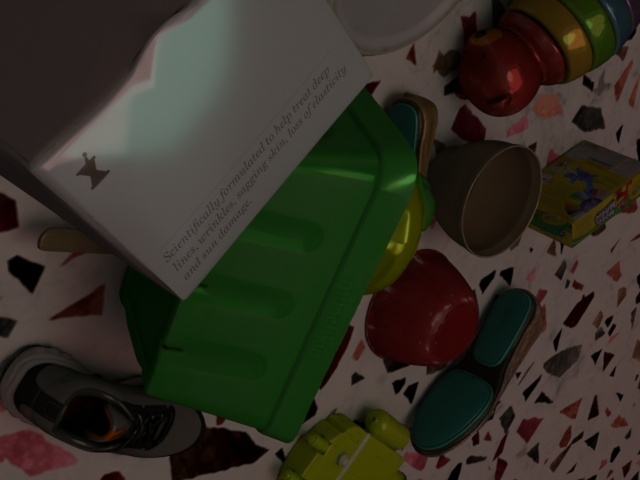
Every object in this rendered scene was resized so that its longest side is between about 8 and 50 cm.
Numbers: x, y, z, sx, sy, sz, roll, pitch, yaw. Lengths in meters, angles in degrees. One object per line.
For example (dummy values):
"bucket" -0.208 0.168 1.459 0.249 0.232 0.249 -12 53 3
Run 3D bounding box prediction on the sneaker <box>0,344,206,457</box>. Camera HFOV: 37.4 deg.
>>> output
"sneaker" -0.225 0.201 1.049 0.271 0.108 0.100 28 90 -48

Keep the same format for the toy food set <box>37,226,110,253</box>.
"toy food set" -0.224 -0.082 0.955 0.132 0.038 0.192 8 100 -52

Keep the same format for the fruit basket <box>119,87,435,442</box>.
"fruit basket" 0.000 0.000 1.021 0.392 0.283 0.392 -12 130 -15

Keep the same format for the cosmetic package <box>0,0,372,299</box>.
"cosmetic package" -0.177 -0.139 0.707 0.217 0.385 0.156 -49 136 -10

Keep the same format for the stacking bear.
"stacking bear" 0.306 -0.280 1.257 0.289 0.175 0.164 -40 127 -7

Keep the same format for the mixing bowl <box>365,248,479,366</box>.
"mixing bowl" 0.164 0.112 1.368 0.181 0.098 0.181 -20 123 -34

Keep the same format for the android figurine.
"android figurine" 0.032 0.361 1.412 0.248 0.056 0.273 -52 138 -8

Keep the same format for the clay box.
"clay box" 0.389 -0.068 1.458 0.222 0.127 0.053 -33 132 -25

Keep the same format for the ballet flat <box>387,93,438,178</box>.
"ballet flat" 0.114 -0.076 1.240 0.073 0.080 0.232 -19 126 -53

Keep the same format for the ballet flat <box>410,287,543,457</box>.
"ballet flat" 0.265 0.225 1.522 0.316 0.107 0.106 -52 144 -6

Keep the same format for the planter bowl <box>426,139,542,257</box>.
"planter bowl" 0.213 -0.070 1.307 0.162 0.109 0.162 -21 125 -33

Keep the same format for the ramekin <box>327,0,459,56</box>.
"ramekin" 0.058 -0.313 0.962 0.273 0.127 0.273 -30 148 -21
